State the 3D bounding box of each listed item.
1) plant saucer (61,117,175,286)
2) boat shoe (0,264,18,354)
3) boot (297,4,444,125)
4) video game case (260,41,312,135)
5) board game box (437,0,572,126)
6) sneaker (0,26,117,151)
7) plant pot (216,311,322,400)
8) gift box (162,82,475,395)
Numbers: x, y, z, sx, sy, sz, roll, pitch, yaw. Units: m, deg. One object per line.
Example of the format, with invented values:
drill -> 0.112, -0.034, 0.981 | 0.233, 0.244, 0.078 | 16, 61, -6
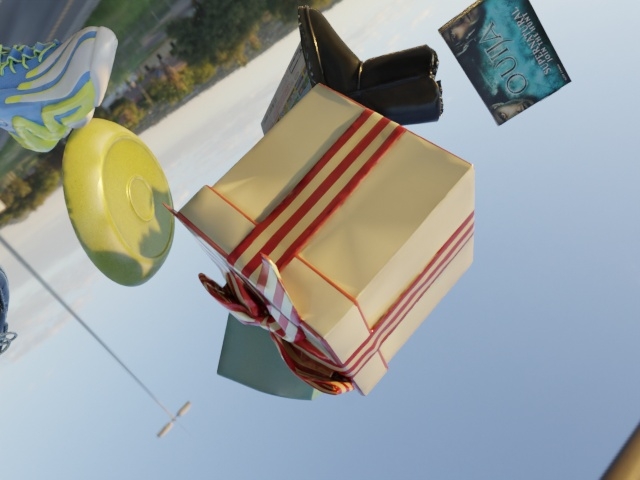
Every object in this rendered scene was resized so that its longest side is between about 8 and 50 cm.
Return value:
plant saucer -> -0.266, -0.056, 0.741 | 0.037, 0.241, 0.241 | -11, -154, 10
boat shoe -> -0.452, 0.118, 0.678 | 0.095, 0.079, 0.254 | -7, 147, -46
boot -> 0.083, -0.293, 0.880 | 0.207, 0.246, 0.094 | -15, 174, -2
video game case -> -0.053, -0.270, 1.067 | 0.227, 0.026, 0.206 | -56, -145, 33
board game box -> 0.280, -0.280, 0.798 | 0.126, 0.186, 0.026 | -32, -153, 23
sneaker -> -0.317, -0.170, 0.565 | 0.240, 0.126, 0.091 | -23, -123, 43
plant pot -> -0.080, 0.254, 1.196 | 0.234, 0.165, 0.165 | 17, -169, 26
gift box -> 0.000, 0.000, 0.599 | 0.255, 0.276, 0.258 | 34, -104, 34
